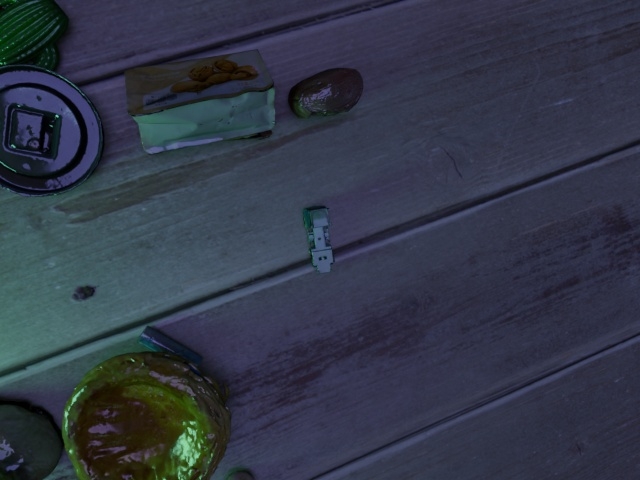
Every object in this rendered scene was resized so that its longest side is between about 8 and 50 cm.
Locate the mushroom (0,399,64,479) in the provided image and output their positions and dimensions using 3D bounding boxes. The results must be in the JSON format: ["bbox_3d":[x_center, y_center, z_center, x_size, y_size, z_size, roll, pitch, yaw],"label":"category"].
[{"bbox_3d":[-0.780,0.485,1.045,0.345,0.130,0.247,12,89,-12],"label":"mushroom"}]

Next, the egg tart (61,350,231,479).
[{"bbox_3d":[-0.397,0.429,1.100,0.389,0.169,0.387,-1,98,-7],"label":"egg tart"}]

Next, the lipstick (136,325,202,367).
[{"bbox_3d":[-0.371,0.269,1.149,0.158,0.048,0.048,35,88,-13],"label":"lipstick"}]

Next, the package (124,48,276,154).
[{"bbox_3d":[-0.269,-0.308,1.080,0.312,0.221,0.164,-14,138,-12],"label":"package"}]

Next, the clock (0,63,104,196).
[{"bbox_3d":[-0.622,-0.235,1.021,0.281,0.055,0.280,-4,106,-14],"label":"clock"}]

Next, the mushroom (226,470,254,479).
[{"bbox_3d":[-0.209,0.643,1.210,0.084,0.083,0.067,14,133,-13],"label":"mushroom"}]

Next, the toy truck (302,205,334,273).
[{"bbox_3d":[0.000,0.000,1.183,0.067,0.081,0.175,-9,97,-9],"label":"toy truck"}]

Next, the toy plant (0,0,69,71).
[{"bbox_3d":[-0.647,-0.424,1.005,0.155,0.088,0.240,25,104,-33],"label":"toy plant"}]

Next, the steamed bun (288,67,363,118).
[{"bbox_3d":[0.015,-0.347,1.120,0.175,0.145,0.106,-25,115,-12],"label":"steamed bun"}]
